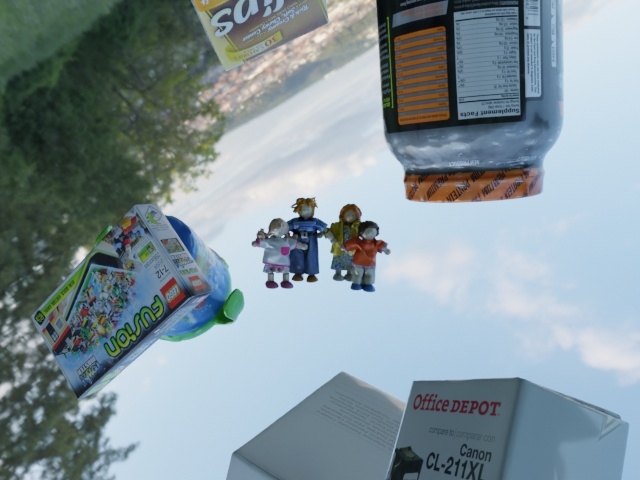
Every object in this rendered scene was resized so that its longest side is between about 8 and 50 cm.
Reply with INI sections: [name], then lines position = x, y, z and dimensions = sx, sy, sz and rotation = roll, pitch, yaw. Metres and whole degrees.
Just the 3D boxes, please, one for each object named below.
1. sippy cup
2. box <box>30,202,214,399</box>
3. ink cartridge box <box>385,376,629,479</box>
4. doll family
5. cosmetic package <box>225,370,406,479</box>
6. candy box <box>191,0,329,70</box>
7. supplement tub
[sippy cup]
position = -0.316, 0.066, 1.189
dimensions = 0.305, 0.240, 0.224
rotation = -8, 153, -2
[box]
position = -0.217, 0.068, 0.612
dimensions = 0.207, 0.114, 0.036
rotation = -41, 168, 23
[ink cartridge box]
position = 0.085, 0.170, 0.321
dimensions = 0.127, 0.072, 0.175
rotation = 141, -29, -67
[doll family]
position = 0.000, 0.000, 1.109
dimensions = 0.262, 0.163, 0.118
rotation = 2, -162, -5
[cosmetic package]
position = 0.051, 0.501, 1.035
dimensions = 0.327, 0.330, 0.393
rotation = 22, -162, 24
[candy box]
position = -0.098, -0.377, 0.751
dimensions = 0.182, 0.088, 0.316
rotation = -25, 162, -2
[supplement tub]
position = 0.159, -0.205, 0.620
dimensions = 0.193, 0.316, 0.193
rotation = -4, -170, 1
